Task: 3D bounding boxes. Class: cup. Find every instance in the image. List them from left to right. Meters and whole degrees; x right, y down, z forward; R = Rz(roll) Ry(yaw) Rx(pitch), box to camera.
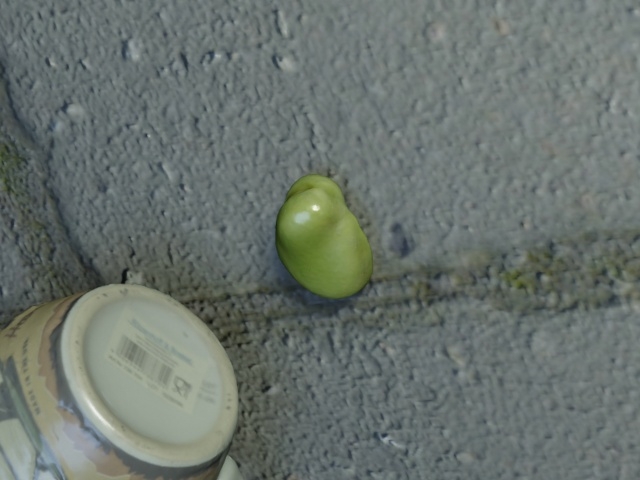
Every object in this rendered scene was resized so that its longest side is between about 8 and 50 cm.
[{"bbox_3d":[-0.147,0.174,1.334,0.301,0.227,0.257,32,133,-22],"label":"cup"}]

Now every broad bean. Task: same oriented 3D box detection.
[{"bbox_3d":[0.000,0.000,1.217,0.063,0.045,0.083,-7,119,27],"label":"broad bean"}]
